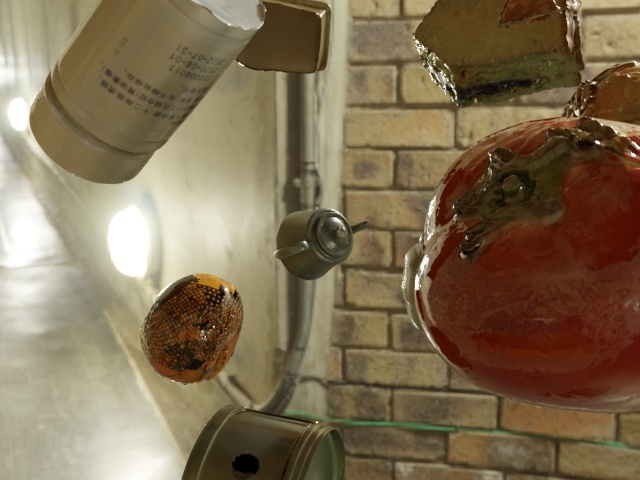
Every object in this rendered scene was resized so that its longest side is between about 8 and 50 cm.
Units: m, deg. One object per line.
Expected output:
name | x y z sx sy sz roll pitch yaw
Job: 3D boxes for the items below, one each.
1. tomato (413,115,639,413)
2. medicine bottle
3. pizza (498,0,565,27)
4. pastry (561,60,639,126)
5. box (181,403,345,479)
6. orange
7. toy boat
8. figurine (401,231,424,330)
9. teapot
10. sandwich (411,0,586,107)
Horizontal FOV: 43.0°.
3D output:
tomato | 0.258 0.034 0.822 0.321 0.322 0.321 -1 11 0
medicine bottle | -0.247 -0.244 1.124 0.332 0.190 0.190 -43 -12 29
pizza | 0.332 -0.375 1.323 0.099 0.029 0.100 -32 52 9
pastry | 0.454 -0.118 1.256 0.184 0.316 0.285 -6 52 21
box | -0.070 0.337 1.046 0.149 0.226 0.226 7 13 18
orange | -0.251 0.174 1.615 0.182 0.234 0.234 33 24 19
toy boat | -0.081 -0.321 1.261 0.188 0.116 0.061 8 26 5
figurine | 0.198 0.040 1.128 0.176 0.133 0.236 8 28 28
teapot | 0.000 0.000 1.811 0.239 0.163 0.149 -17 -1 -40
sandwich | 0.348 -0.396 1.596 0.325 0.262 0.131 -7 -34 24
